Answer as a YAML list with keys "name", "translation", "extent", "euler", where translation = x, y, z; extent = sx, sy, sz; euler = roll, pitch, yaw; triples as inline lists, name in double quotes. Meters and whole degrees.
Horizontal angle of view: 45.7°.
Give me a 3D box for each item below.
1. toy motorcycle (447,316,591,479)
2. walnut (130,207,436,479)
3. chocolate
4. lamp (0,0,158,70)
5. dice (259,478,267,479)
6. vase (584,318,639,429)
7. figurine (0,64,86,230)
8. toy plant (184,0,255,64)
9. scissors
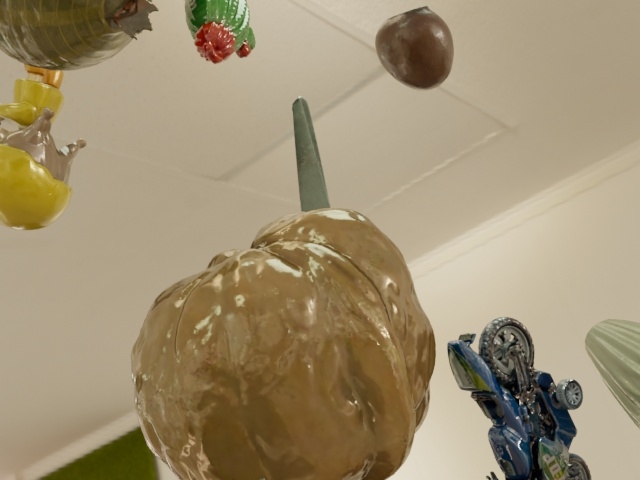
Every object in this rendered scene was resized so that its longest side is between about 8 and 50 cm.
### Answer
- name: "toy motorcycle"
  translation: [0.221, 0.208, 0.842]
  extent: [0.136, 0.254, 0.092]
  euler: [-29, 7, -33]
- name: "walnut"
  translation: [-0.030, 0.123, 0.733]
  extent: [0.296, 0.285, 0.285]
  euler: [-29, -12, -35]
- name: "chocolate"
  translation: [0.191, -0.381, 1.536]
  extent: [0.177, 0.176, 0.176]
  euler: [-14, -23, -6]
- name: "lamp"
  translation: [-0.315, -0.327, 0.955]
  extent: [0.250, 0.284, 0.250]
  euler: [-44, -27, -29]
- name: "dice"
  translation: [-0.097, 0.316, 0.424]
  extent: [0.268, 0.262, 0.264]
  euler: [-26, -11, 3]
- name: "vase"
  translation: [0.402, 0.162, 0.907]
  extent: [0.128, 0.128, 0.248]
  euler: [-15, 15, -4]
- name: "figurine"
  translation: [-0.566, -0.191, 1.466]
  extent: [0.187, 0.343, 0.215]
  euler: [0, -11, 18]
- name: "toy plant"
  translation: [-0.155, -0.325, 1.078]
  extent: [0.088, 0.154, 0.240]
  euler: [-27, 10, 16]
- name: "scissors"
  translation: [0.000, 0.000, 1.135]
  extent: [0.193, 0.029, 0.446]
  euler: [-11, -62, -5]
